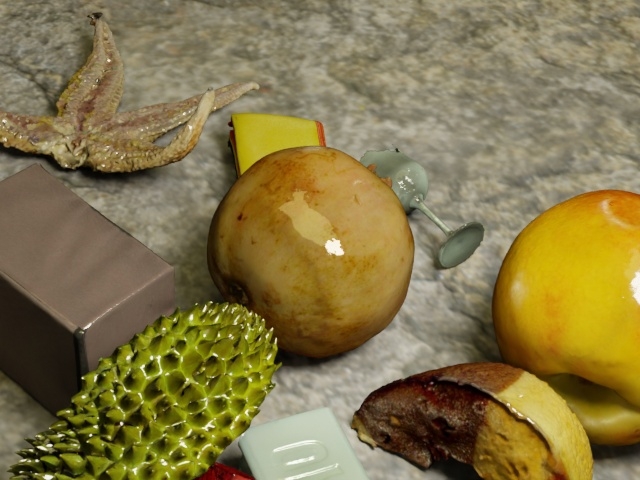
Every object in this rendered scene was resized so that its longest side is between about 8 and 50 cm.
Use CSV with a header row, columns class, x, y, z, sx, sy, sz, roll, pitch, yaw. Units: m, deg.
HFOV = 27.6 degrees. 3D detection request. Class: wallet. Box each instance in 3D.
class,x,y,z,sx,sy,sz,roll,pitch,yaw
wallet,-0.045,-0.071,1.769,0.141,0.067,0.241,0,48,-14

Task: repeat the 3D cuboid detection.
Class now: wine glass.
class,x,y,z,sx,sy,sz,roll,pitch,yaw
wine glass,0.131,-0.052,1.755,0.079,0.079,0.195,-23,52,-28

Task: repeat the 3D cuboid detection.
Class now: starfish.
class,x,y,z,sx,sy,sz,roll,pitch,yaw
starfish,-0.305,-0.191,1.810,0.398,0.132,0.384,11,40,23

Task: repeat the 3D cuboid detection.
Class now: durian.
class,x,y,z,sx,sy,sz,roll,pitch,yaw
durian,-0.178,0.192,1.369,0.355,0.169,0.157,-38,83,-21

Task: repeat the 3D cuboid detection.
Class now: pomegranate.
class,x,y,z,sx,sy,sz,roll,pitch,yaw
pomegranate,0.000,0.000,1.568,0.252,0.229,0.270,38,53,19

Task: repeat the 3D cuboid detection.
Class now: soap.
class,x,y,z,sx,sy,sz,roll,pitch,yaw
soap,-0.004,0.280,1.393,0.119,0.066,0.198,-12,46,-22

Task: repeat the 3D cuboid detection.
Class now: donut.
class,x,y,z,sx,sy,sz,roll,pitch,yaw
donut,0.184,0.196,1.439,0.295,0.151,0.112,23,35,26

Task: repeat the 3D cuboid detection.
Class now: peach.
class,x,y,z,sx,sy,sz,roll,pitch,yaw
peach,0.340,0.069,1.512,0.289,0.289,0.308,19,50,12

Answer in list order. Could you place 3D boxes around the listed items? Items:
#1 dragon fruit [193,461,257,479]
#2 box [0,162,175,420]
class,x,y,z,sx,sy,sz,roll,pitch,yaw
dragon fruit,-0.122,0.282,1.368,0.162,0.083,0.106,8,75,48
box,-0.300,0.065,1.497,0.252,0.188,0.153,34,49,28
